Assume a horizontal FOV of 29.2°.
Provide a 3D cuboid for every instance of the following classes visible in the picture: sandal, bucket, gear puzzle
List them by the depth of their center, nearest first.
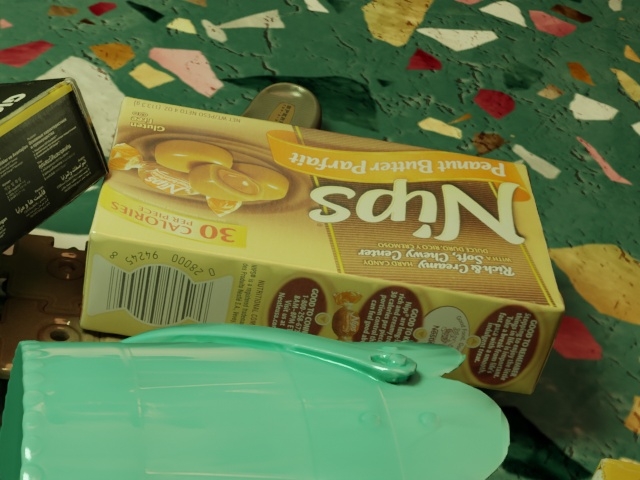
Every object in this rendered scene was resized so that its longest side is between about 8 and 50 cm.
[{"bbox_3d":[-0.048,0.167,0.516,0.183,0.281,0.281,8,39,-16],"label":"bucket"},{"bbox_3d":[-0.148,0.064,0.851,0.338,0.044,0.175,6,33,-12],"label":"gear puzzle"},{"bbox_3d":[-0.045,-0.075,1.032,0.090,0.060,0.219,19,44,5],"label":"sandal"}]

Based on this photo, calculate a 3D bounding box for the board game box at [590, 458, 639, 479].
[{"bbox_3d":[0.088,0.276,0.455,0.064,0.317,0.242,13,39,-3],"label":"board game box"}]

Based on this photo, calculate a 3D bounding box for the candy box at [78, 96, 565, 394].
[{"bbox_3d":[0.000,0.000,0.877,0.316,0.088,0.183,10,35,-7],"label":"candy box"}]

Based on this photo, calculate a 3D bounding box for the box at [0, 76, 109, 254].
[{"bbox_3d":[-0.329,0.002,0.751,0.257,0.079,0.322,-1,29,34],"label":"box"}]
